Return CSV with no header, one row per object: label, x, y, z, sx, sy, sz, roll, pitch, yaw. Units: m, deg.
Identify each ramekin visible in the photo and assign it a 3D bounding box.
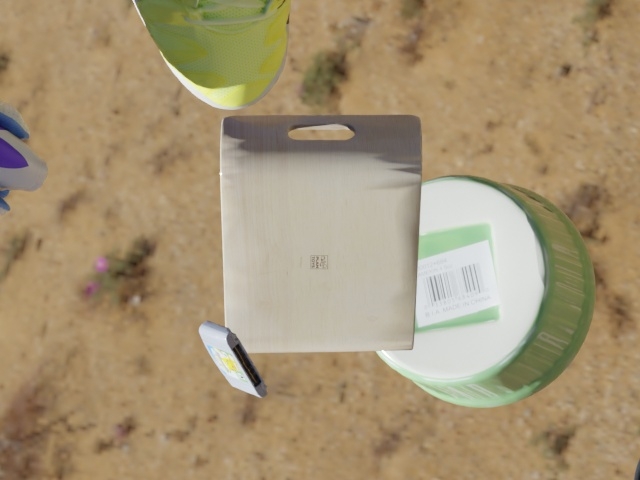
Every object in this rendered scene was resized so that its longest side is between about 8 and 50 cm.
ramekin,0.190,0.059,2.021,0.303,0.148,0.303,-5,78,24

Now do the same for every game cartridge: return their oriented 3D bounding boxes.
game cartridge,-0.087,0.116,1.531,0.017,0.083,0.056,-40,30,-21

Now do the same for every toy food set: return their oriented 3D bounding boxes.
toy food set,0.000,0.000,1.775,0.092,0.219,0.306,-91,1,-57

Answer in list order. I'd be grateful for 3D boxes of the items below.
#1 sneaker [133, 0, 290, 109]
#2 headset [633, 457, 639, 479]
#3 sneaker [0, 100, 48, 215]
sneaker,-0.084,-0.250,1.195,0.147,0.145,0.385,-108,11,-47
headset,0.480,0.259,1.887,0.185,0.243,0.394,40,140,52
sneaker,-0.304,-0.110,1.122,0.323,0.236,0.130,122,165,-69
